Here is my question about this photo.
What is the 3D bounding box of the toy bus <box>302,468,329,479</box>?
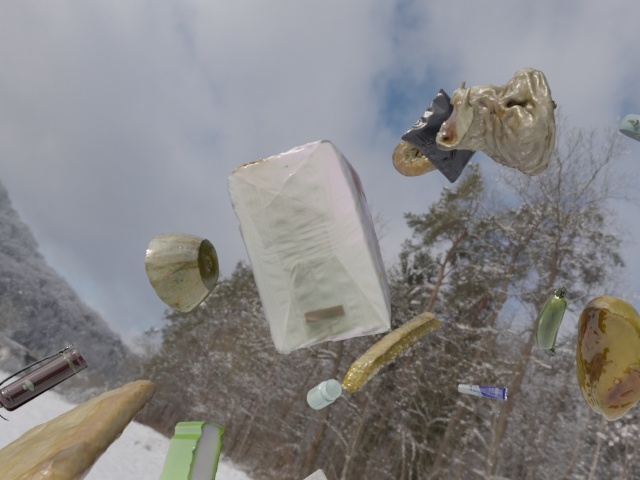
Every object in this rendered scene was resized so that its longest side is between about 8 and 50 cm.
[{"bbox_3d":[-0.080,0.870,1.558,0.106,0.268,0.092,66,-13,-21],"label":"toy bus"}]

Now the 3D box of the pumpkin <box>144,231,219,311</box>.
[{"bbox_3d":[-0.331,0.066,1.221,0.110,0.217,0.217,-21,-48,15],"label":"pumpkin"}]

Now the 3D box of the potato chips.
[{"bbox_3d":[0.204,0.274,1.257,0.057,0.407,0.080,24,-56,39],"label":"potato chips"}]

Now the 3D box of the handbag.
[{"bbox_3d":[0.426,-0.346,1.607,0.254,0.211,0.088,39,6,-14],"label":"handbag"}]

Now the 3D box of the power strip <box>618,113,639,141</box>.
[{"bbox_3d":[0.809,-0.268,1.170,0.216,0.044,0.137,4,26,-44],"label":"power strip"}]

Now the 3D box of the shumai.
[{"bbox_3d":[0.429,-0.271,1.215,0.263,0.266,0.314,-8,-16,14],"label":"shumai"}]

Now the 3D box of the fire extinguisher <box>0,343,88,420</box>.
[{"bbox_3d":[-0.477,0.238,0.797,0.064,0.158,0.043,58,-37,1],"label":"fire extinguisher"}]

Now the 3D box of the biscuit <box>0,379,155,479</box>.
[{"bbox_3d":[-0.590,0.456,0.913,0.103,0.430,0.446,64,9,-7],"label":"biscuit"}]

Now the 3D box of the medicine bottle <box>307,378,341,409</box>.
[{"bbox_3d":[0.008,0.333,1.029,0.047,0.047,0.083,35,-45,-8],"label":"medicine bottle"}]

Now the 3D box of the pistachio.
[{"bbox_3d":[0.460,0.183,0.748,0.100,0.189,0.110,3,-13,-2],"label":"pistachio"}]

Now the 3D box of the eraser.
[{"bbox_3d":[-0.401,0.671,1.474,0.092,0.210,0.274,24,-32,-24],"label":"eraser"}]

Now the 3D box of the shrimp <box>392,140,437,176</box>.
[{"bbox_3d":[0.398,-0.326,1.759,0.287,0.063,0.152,-13,-76,29],"label":"shrimp"}]

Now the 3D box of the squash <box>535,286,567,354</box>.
[{"bbox_3d":[0.770,0.282,1.596,0.080,0.071,0.318,-1,-51,13],"label":"squash"}]

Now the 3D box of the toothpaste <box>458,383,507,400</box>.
[{"bbox_3d":[0.292,0.271,0.856,0.083,0.024,0.015,1,-45,28],"label":"toothpaste"}]

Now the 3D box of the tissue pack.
[{"bbox_3d":[0.000,0.000,0.535,0.124,0.184,0.225,-14,2,7],"label":"tissue pack"}]
